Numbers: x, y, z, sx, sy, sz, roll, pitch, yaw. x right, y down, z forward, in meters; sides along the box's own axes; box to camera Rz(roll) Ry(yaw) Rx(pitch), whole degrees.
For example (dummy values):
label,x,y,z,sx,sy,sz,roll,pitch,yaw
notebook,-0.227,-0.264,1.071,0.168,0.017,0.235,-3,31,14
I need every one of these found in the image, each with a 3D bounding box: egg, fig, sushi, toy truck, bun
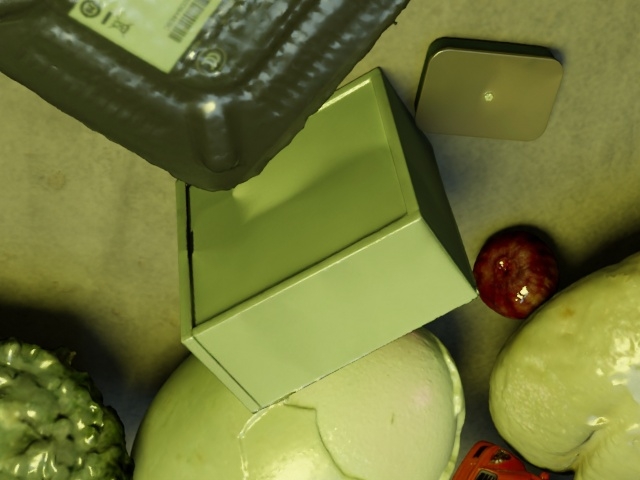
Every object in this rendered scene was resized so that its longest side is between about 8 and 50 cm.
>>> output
label,x,y,z,sx,sy,sz,roll,pitch,yaw
egg,-0.016,0.198,1.242,0.336,0.278,0.278,-42,122,19
fig,0.209,0.041,1.285,0.089,0.089,0.125,-33,152,18
sushi,-0.349,0.240,1.128,0.294,0.352,0.178,36,149,3
toy truck,0.225,0.306,1.281,0.253,0.114,0.107,44,72,-38
bun,0.354,0.150,1.254,0.365,0.219,0.365,-16,146,-11

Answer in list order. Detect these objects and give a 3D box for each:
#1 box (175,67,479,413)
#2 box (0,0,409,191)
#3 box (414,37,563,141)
label,x,y,z,sx,sy,sz,roll,pitch,yaw
box,0.000,0.000,1.116,0.225,0.225,0.117,-28,127,15
box,-0.112,-0.228,1.006,0.350,0.091,0.359,29,118,-27
box,0.150,-0.138,1.152,0.126,0.031,0.091,3,128,-10
